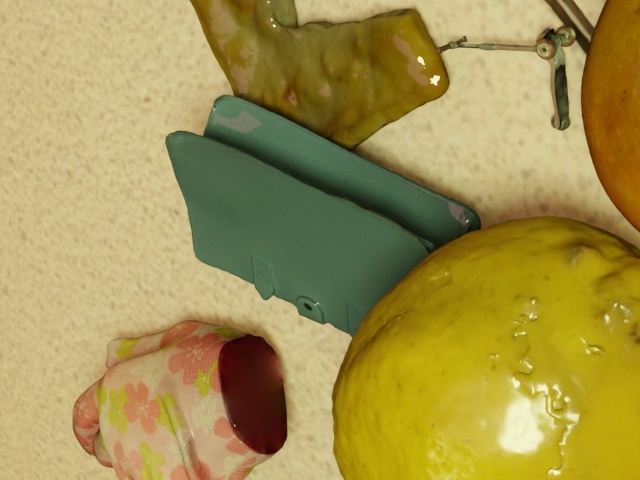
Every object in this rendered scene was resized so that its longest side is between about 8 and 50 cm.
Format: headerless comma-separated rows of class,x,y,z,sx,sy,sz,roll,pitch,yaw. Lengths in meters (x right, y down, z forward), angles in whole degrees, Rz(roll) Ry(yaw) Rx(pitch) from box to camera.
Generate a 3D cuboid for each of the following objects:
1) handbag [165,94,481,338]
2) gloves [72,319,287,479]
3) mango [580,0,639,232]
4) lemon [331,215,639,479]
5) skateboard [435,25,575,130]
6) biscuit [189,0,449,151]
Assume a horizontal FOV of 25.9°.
handbag,0.000,0.000,0.952,0.221,0.057,0.144,25,138,26
gloves,-0.129,0.144,1.105,0.241,0.126,0.145,-24,92,37
mango,0.205,-0.105,0.692,0.113,0.139,0.253,-104,20,-63
lemon,0.114,0.093,0.799,0.260,0.204,0.204,-44,73,40
skateboard,0.115,-0.102,0.854,0.083,0.032,0.063,12,123,37
biscuit,-0.010,-0.142,0.947,0.174,0.039,0.183,-35,81,45
